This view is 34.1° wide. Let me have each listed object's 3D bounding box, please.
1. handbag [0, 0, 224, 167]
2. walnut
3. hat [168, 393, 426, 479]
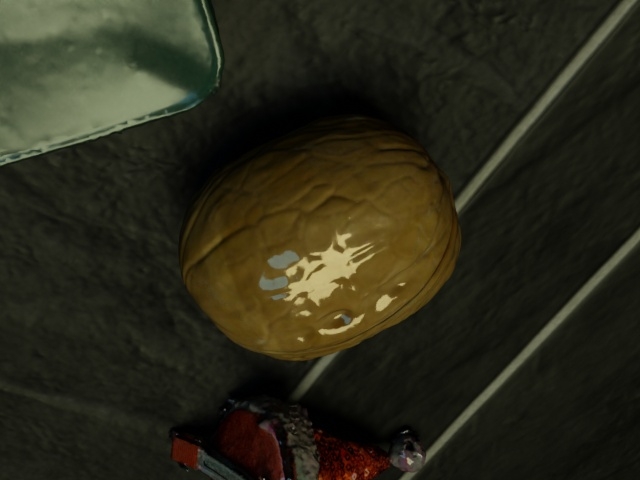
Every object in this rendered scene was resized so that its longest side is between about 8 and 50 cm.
[{"bbox_3d":[-0.236,-0.151,0.594,0.327,0.089,0.238,-16,129,-2],"label":"handbag"},{"bbox_3d":[0.000,0.000,0.731,0.197,0.165,0.165,-27,129,-4],"label":"walnut"},{"bbox_3d":[-0.001,0.200,0.935,0.228,0.128,0.140,4,169,-38],"label":"hat"}]
